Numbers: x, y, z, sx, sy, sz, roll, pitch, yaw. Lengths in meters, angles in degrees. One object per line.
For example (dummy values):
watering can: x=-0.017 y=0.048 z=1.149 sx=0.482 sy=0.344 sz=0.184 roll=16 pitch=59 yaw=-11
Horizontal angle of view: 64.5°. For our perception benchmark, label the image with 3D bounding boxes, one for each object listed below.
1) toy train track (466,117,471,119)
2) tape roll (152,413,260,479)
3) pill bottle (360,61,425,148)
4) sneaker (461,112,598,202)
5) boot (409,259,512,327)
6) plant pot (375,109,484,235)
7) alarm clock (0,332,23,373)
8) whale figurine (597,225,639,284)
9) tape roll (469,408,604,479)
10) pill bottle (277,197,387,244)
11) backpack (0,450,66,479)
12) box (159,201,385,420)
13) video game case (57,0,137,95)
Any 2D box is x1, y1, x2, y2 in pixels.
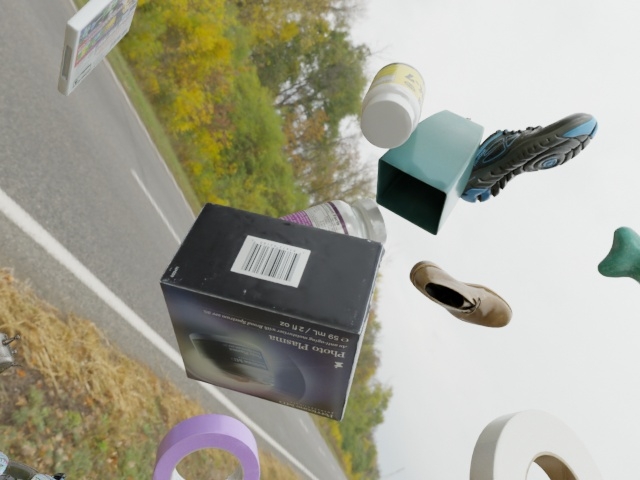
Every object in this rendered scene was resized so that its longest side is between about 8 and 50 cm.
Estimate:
toy train track: x=0.383 y=-0.322 z=1.381 sx=0.083 sy=0.048 sz=0.014 roll=161 pitch=-76 yaw=-74
tape roll: x=-0.304 y=0.611 z=1.365 sx=0.090 sy=0.275 sz=0.274 roll=-128 pitch=-163 yaw=-70
pill bottle: x=0.147 y=-0.274 z=1.027 sx=0.208 sy=0.119 sz=0.119 roll=-68 pitch=146 yaw=-51
sneaker: x=0.459 y=-0.219 z=1.187 sx=0.125 sy=0.341 sz=0.139 roll=21 pitch=54 yaw=-41
boot: x=0.366 y=0.160 z=1.276 sx=0.305 sy=0.112 sz=0.115 roll=26 pitch=14 yaw=-15
plant pot: x=0.262 y=-0.171 z=1.152 sx=0.165 sy=0.234 sz=0.165 roll=32 pitch=-25 yaw=21
alarm clock: x=-0.580 y=0.203 z=0.796 sx=0.129 sy=0.192 sz=0.064 roll=-39 pitch=-110 yaw=51
whale figurine: x=0.648 y=0.067 z=0.896 sx=0.272 sy=0.216 sz=0.141 roll=27 pitch=12 yaw=24
tape roll: x=0.476 y=0.561 z=1.068 sx=0.072 sy=0.392 sz=0.392 roll=-38 pitch=-108 yaw=47
pill bottle: x=0.000 y=0.000 z=1.230 sx=0.169 sy=0.302 sz=0.169 roll=161 pitch=-90 yaw=-78
backpack: x=-0.445 y=0.366 z=0.696 sx=0.158 sy=0.117 sz=0.173 roll=34 pitch=-23 yaw=-14
box: x=-0.072 y=0.128 z=0.841 sx=0.294 sy=0.296 sz=0.182 roll=94 pitch=12 yaw=-49
video game case: x=-0.367 y=-0.359 z=0.851 sx=0.023 sy=0.201 sz=0.183 roll=35 pitch=-32 yaw=-17
